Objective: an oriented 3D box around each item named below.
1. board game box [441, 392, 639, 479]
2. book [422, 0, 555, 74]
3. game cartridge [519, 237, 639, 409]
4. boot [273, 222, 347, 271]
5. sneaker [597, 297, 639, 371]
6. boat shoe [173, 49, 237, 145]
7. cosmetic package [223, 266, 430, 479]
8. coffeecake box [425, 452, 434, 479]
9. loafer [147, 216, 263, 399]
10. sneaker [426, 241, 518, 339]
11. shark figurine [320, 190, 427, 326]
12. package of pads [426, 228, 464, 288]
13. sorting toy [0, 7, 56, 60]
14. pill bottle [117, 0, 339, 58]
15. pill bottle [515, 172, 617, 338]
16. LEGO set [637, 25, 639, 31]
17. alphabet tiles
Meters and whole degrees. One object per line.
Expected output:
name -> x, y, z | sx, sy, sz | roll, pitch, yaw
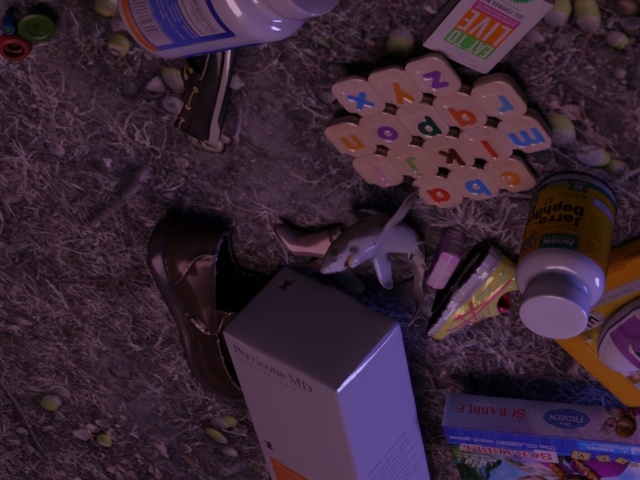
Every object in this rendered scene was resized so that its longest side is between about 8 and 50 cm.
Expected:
board game box -> 0.378, 0.358, 2.334 | 0.319, 0.066, 0.318 | 3, 147, 19
book -> 0.202, -0.268, 1.747 | 0.096, 0.035, 0.144 | 25, 140, -16
game cartridge -> 0.492, 0.110, 2.050 | 0.285, 0.052, 0.324 | 41, 137, -25
boot -> 0.000, 0.000, 2.132 | 0.087, 0.042, 0.118 | -28, 123, 35
sneaker -> 0.480, 0.150, 1.945 | 0.102, 0.161, 0.282 | 37, 137, -23
boat shoe -> -0.152, -0.209, 1.911 | 0.069, 0.081, 0.228 | 15, 143, -1
cosmetic package -> 0.021, 0.277, 2.288 | 0.230, 0.161, 0.453 | 25, 147, 32
coffeecake box -> 0.104, 0.428, 2.557 | 0.185, 0.068, 0.142 | 6, 139, 16
loafer -> -0.148, 0.117, 2.246 | 0.130, 0.134, 0.366 | -2, 137, 24
sneaker -> 0.226, 0.091, 2.111 | 0.094, 0.081, 0.208 | 25, 140, -11
shark figurine -> 0.090, 0.002, 2.074 | 0.116, 0.166, 0.278 | 33, 180, 34
package of pads -> 0.180, 0.027, 2.077 | 0.032, 0.050, 0.083 | 20, 140, -2
sorting toy -> -0.402, -0.288, 1.961 | 0.102, 0.042, 0.061 | -33, 135, 31
pill bottle -> -0.101, -0.299, 1.684 | 0.272, 0.152, 0.152 | -2, 138, 46
pill bottle -> 0.318, 0.022, 1.891 | 0.117, 0.208, 0.117 | 11, 140, 10
LEGO set -> 0.288, -0.357, 1.478 | 0.331, 0.192, 0.255 | 22, 141, -5
alphabet tiles -> 0.152, -0.141, 1.902 | 0.284, 0.021, 0.278 | -13, 138, 34
